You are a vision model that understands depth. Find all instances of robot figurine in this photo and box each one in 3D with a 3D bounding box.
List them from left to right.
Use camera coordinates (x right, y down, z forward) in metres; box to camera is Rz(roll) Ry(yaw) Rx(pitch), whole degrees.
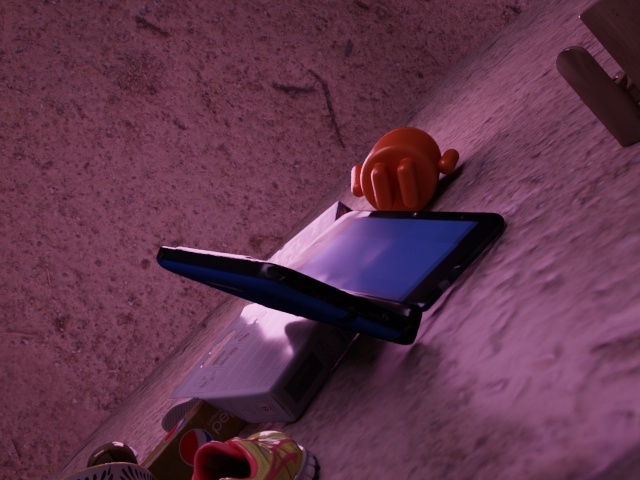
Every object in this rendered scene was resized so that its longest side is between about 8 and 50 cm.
[{"bbox_3d":[0.137,-0.119,1.091,0.158,0.128,0.219,-49,4,27],"label":"robot figurine"}]

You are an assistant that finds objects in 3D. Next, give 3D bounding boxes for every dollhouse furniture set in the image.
[{"bbox_3d":[0.292,-0.185,0.591,0.151,0.123,0.144,-48,8,-29],"label":"dollhouse furniture set"}]

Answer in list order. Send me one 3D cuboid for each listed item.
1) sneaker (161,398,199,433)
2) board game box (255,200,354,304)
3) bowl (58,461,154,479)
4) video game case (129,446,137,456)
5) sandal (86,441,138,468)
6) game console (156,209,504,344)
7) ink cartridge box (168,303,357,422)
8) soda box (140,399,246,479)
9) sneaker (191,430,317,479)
[{"bbox_3d":[-0.205,0.270,1.089,0.134,0.051,0.070,-40,5,3],"label":"sneaker"},{"bbox_3d":[-0.036,0.051,1.235,0.243,0.042,0.165,-39,28,39],"label":"board game box"},{"bbox_3d":[-0.249,0.332,0.706,0.170,0.170,0.080,-44,50,1],"label":"bowl"},{"bbox_3d":[-0.463,0.521,1.183,0.204,0.025,0.285,-42,7,20],"label":"video game case"},{"bbox_3d":[-0.248,0.298,0.781,0.072,0.049,0.180,-17,-50,-27],"label":"sandal"},{"bbox_3d":[0.000,0.000,0.715,0.293,0.250,0.173,4,72,56],"label":"game console"},{"bbox_3d":[-0.066,0.145,0.822,0.232,0.066,0.189,-24,21,49],"label":"ink cartridge box"},{"bbox_3d":[-0.148,0.245,0.842,0.181,0.061,0.058,-48,7,-31],"label":"soda box"},{"bbox_3d":[-0.058,0.188,0.519,0.081,0.094,0.208,-46,5,-5],"label":"sneaker"}]
